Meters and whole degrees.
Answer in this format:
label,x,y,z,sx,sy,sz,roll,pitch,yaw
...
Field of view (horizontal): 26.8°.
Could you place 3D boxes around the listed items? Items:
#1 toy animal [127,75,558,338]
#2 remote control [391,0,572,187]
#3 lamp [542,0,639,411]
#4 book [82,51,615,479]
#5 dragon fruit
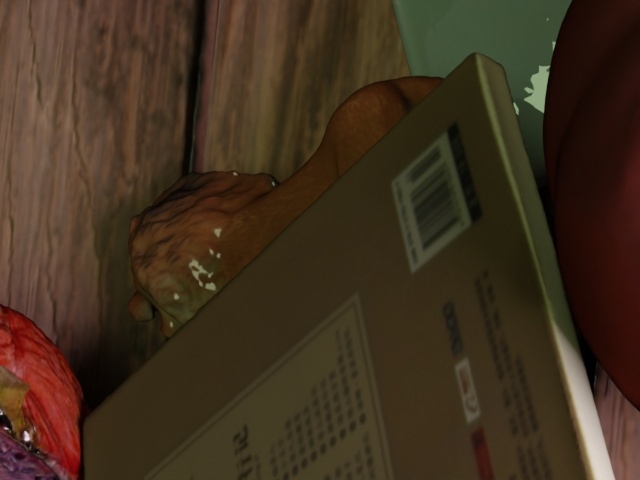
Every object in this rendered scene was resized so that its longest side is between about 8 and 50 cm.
label,x,y,z,sx,sy,sz,roll,pitch,yaw
toy animal,0.000,0.000,0.650,0.312,0.097,0.157,-34,69,43
remote control,0.177,-0.125,0.614,0.296,0.056,0.140,-20,79,25
lamp,0.221,-0.033,0.417,0.303,0.257,0.303,-10,44,10
book,-0.013,0.096,0.545,0.310,0.021,0.217,-42,42,37
dragon fruit,-0.214,0.082,0.757,0.218,0.224,0.148,3,48,12
